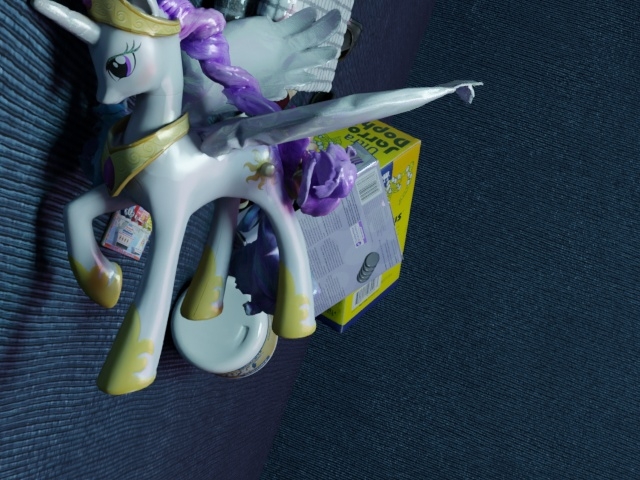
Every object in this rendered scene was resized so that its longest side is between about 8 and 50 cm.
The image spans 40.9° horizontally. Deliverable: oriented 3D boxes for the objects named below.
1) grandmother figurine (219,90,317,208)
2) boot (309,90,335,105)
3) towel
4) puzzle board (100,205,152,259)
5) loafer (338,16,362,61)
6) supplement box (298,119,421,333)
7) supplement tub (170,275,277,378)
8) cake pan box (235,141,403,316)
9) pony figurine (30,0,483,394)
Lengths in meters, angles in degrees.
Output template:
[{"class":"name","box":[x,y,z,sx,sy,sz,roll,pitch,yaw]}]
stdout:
[{"class":"grandmother figurine","box":[-0.079,-0.138,1.261,0.342,0.104,0.208,-43,147,-77]},{"class":"boot","box":[-0.023,-0.170,1.715,0.247,0.083,0.161,-69,160,-10]},{"class":"towel","box":[-0.040,-0.311,1.054,0.283,0.121,0.235,-36,143,-73]},{"class":"puzzle board","box":[-0.207,-0.030,0.977,0.128,0.011,0.096,56,54,-79]},{"class":"loafer","box":[0.043,-0.383,1.622,0.061,0.062,0.170,-65,171,-1]},{"class":"supplement box","box":[0.036,-0.041,1.612,0.195,0.194,0.357,-37,145,-38]},{"class":"supplement tub","box":[-0.142,0.139,1.332,0.200,0.144,0.144,70,40,-77]},{"class":"cake pan box","box":[0.000,0.000,1.380,0.245,0.070,0.267,-34,140,-12]},{"class":"pony figurine","box":[-0.076,-0.078,0.779,0.350,0.302,0.364,-13,118,-33]}]
